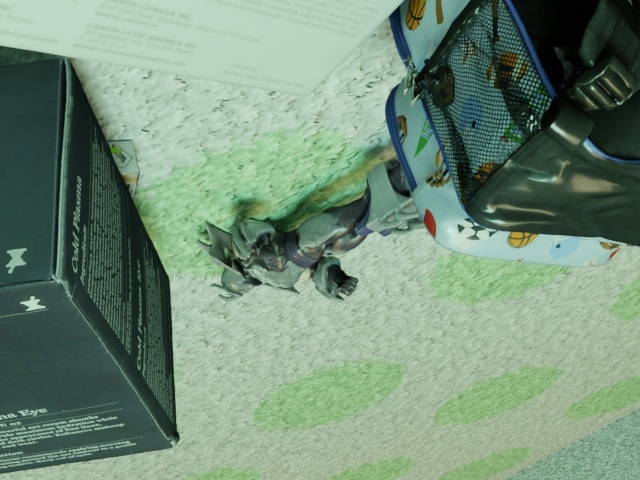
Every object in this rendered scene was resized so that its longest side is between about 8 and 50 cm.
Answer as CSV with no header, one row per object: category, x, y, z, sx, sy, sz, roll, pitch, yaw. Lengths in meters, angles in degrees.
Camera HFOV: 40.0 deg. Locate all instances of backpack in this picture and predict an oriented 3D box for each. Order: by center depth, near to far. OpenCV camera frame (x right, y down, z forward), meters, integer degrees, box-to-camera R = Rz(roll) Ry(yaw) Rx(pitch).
backpack,0.171,-0.117,0.619,0.276,0.264,0.213,9,147,-35

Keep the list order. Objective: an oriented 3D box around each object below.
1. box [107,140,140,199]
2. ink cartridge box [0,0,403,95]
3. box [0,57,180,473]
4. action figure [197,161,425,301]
box,-0.236,-0.011,0.803,0.114,0.036,0.207,-5,149,-23
ink cartridge box,-0.016,-0.235,0.436,0.308,0.091,0.385,1,147,-45
box,-0.309,0.051,0.665,0.343,0.179,0.313,-8,150,-1
action figure,0.000,0.000,0.901,0.285,0.099,0.185,-27,160,25
